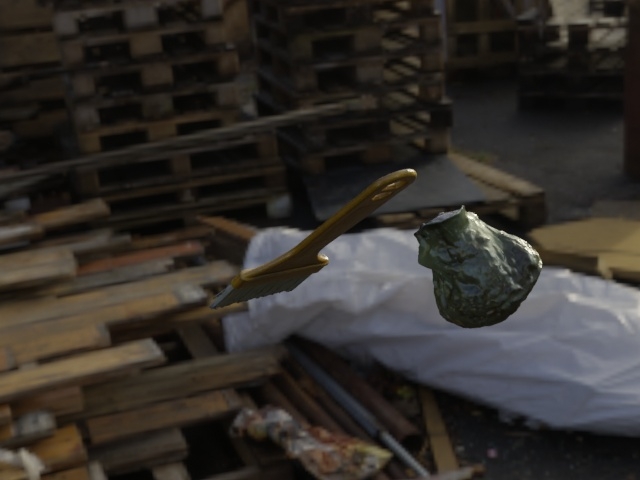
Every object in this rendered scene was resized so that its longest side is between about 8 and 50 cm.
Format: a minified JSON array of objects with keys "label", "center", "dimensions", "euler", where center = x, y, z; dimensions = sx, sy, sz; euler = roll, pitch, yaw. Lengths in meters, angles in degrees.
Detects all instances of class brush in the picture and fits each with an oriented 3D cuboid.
[{"label":"brush","center":[0.000,0.000,0.974],"dimensions":[0.103,0.013,0.272],"euler":[-12,-17,-37]}]

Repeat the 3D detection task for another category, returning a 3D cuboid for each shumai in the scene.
[{"label":"shumai","center":[0.106,0.013,0.782],"dimensions":[0.083,0.080,0.082],"euler":[-23,42,29]}]
